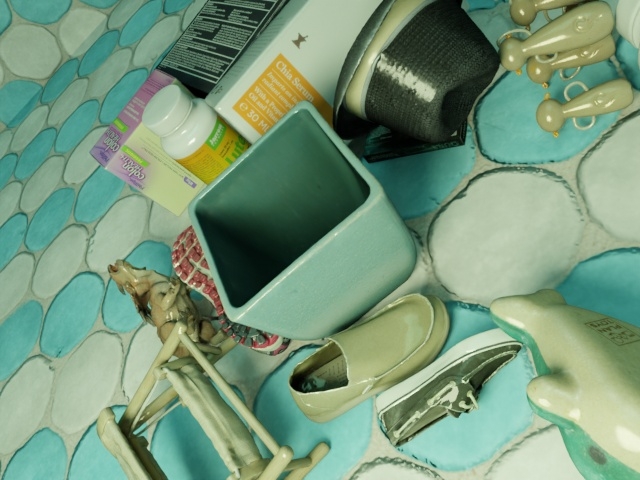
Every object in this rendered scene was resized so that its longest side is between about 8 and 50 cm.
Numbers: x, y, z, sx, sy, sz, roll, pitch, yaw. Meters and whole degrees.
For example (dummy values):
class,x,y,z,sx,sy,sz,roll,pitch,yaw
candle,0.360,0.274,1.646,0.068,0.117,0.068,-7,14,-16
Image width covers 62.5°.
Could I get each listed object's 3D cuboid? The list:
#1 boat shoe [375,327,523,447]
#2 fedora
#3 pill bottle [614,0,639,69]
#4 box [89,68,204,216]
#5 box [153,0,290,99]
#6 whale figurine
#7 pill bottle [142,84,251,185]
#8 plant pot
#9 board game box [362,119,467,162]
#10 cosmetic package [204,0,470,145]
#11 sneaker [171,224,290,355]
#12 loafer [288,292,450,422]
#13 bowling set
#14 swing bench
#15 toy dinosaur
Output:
class,x,y,z,sx,sy,sz,roll,pitch,yaw
boat shoe,0.171,0.191,0.674,0.219,0.077,0.070,-40,46,20
fedora,0.165,-0.246,0.796,0.152,0.334,0.334,40,90,14
pill bottle,0.498,-0.219,0.614,0.176,0.176,0.319,-33,49,16
box,-0.351,-0.219,1.206,0.117,0.213,0.243,33,86,43
box,-0.180,-0.429,1.231,0.296,0.182,0.294,31,85,41
whale figurine,0.293,0.158,0.555,0.272,0.216,0.141,46,137,50
pill bottle,-0.240,-0.204,1.093,0.136,0.245,0.137,-18,54,27
plant pot,0.000,0.000,0.789,0.247,0.252,0.248,-41,47,9
board game box,0.171,-0.211,0.950,0.186,0.026,0.126,-5,60,34
cosmetic package,0.026,-0.342,0.975,0.453,0.230,0.161,-49,27,2
sneaker,-0.157,0.079,0.911,0.120,0.112,0.299,-35,59,-4
loafer,0.064,0.166,0.751,0.268,0.092,0.102,-40,47,9
bowling set,0.355,-0.310,0.807,0.154,0.200,0.287,-15,100,28
swing bench,-0.173,0.300,0.755,0.253,0.165,0.255,41,89,28
toy dinosaur,-0.278,0.146,0.995,0.200,0.127,0.296,-36,68,34
